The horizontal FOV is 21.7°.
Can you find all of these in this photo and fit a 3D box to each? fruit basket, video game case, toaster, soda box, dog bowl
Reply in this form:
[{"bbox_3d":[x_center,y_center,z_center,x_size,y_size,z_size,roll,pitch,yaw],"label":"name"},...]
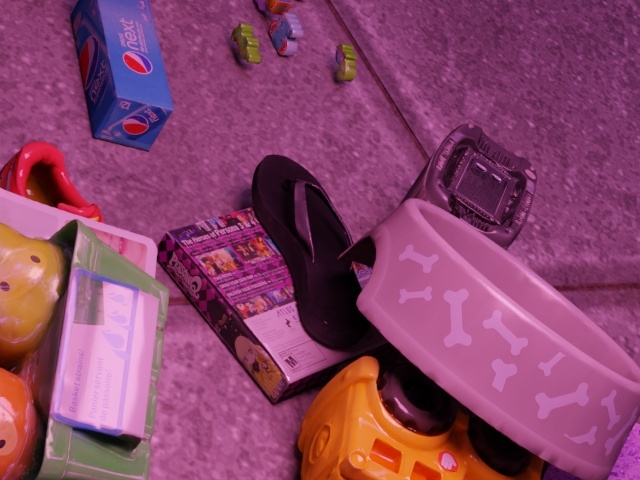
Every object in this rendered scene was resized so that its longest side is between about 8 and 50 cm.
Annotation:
[{"bbox_3d":[-0.293,0.083,1.329,0.353,0.165,0.327,26,55,-33],"label":"fruit basket"},{"bbox_3d":[-0.030,0.053,1.758,0.210,0.042,0.232,50,37,18],"label":"video game case"},{"bbox_3d":[0.152,-0.019,1.902,0.129,0.146,0.227,33,35,-3],"label":"toaster"},{"bbox_3d":[-0.224,-0.201,1.864,0.071,0.067,0.210,12,42,-29],"label":"soda box"},{"bbox_3d":[0.178,0.088,1.652,0.349,0.102,0.349,37,10,-7],"label":"dog bowl"}]

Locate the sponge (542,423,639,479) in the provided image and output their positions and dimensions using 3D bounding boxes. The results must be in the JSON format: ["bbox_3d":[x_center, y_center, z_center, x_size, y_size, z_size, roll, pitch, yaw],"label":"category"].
[{"bbox_3d":[0.342,0.241,1.753,0.210,0.031,0.117,18,33,6],"label":"sponge"}]

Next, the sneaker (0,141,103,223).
[{"bbox_3d":[-0.240,0.022,1.552,0.107,0.118,0.279,-3,51,-41],"label":"sneaker"}]

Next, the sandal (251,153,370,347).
[{"bbox_3d":[0.001,0.000,1.759,0.097,0.054,0.254,7,43,-35],"label":"sandal"}]

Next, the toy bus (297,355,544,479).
[{"bbox_3d":[0.086,0.246,1.544,0.220,0.149,0.211,29,36,-13],"label":"toy bus"}]

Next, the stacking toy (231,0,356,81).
[{"bbox_3d":[-0.058,-0.288,2.122,0.167,0.052,0.221,5,48,-34],"label":"stacking toy"}]
